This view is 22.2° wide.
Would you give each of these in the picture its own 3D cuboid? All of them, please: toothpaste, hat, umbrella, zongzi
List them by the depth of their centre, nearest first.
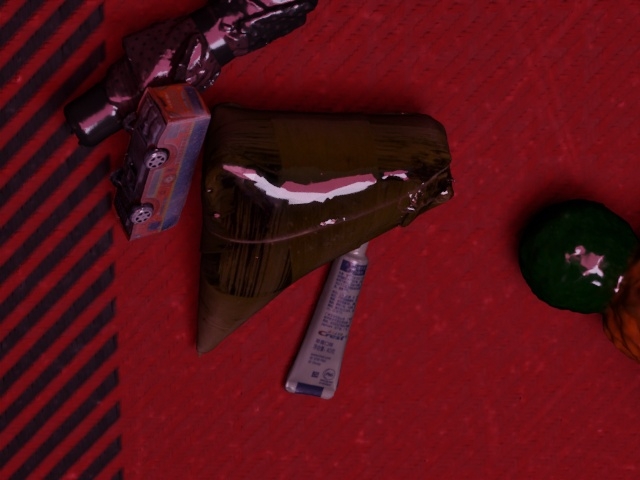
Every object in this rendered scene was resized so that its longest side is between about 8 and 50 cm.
[{"bbox_3d":[-0.133,-0.207,1.733,0.326,0.094,0.090,-32,153,-1],"label":"umbrella"},{"bbox_3d":[0.000,0.000,1.800,0.274,0.145,0.300,0,120,-9],"label":"zongzi"},{"bbox_3d":[0.428,0.069,1.808,0.400,0.285,0.285,32,99,-11],"label":"hat"},{"bbox_3d":[0.016,0.082,1.867,0.062,0.037,0.216,14,106,-12],"label":"toothpaste"}]

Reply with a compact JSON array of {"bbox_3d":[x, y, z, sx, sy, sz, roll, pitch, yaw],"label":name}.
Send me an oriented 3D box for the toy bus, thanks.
[{"bbox_3d":[-0.171,-0.082,1.728,0.077,0.065,0.192,-12,146,-28],"label":"toy bus"}]
